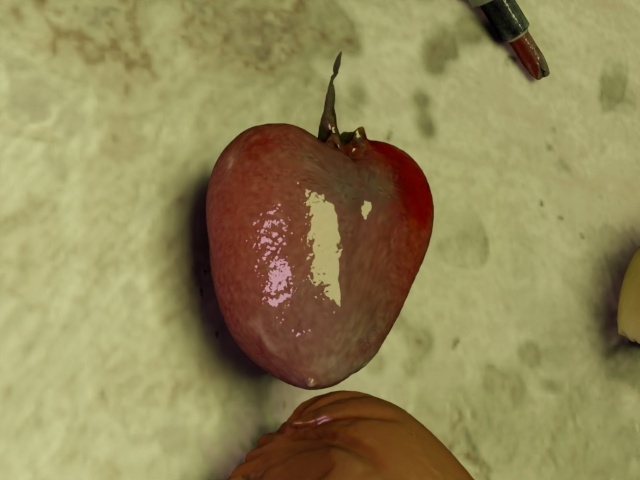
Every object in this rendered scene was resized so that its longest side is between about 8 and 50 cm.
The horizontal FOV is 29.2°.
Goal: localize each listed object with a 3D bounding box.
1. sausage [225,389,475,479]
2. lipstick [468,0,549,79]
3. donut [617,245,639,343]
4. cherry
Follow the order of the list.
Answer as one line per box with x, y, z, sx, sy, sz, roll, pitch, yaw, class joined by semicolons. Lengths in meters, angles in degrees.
0.064;0.205;0.516;0.121;0.121;0.304;-38;97;-36;sausage
0.101;-0.136;0.701;0.025;0.025;0.107;-47;111;-34;lipstick
0.240;0.029;0.723;0.166;0.065;0.108;11;70;-31;donut
-0.006;-0.001;0.549;0.106;0.087;0.126;35;72;-20;cherry
